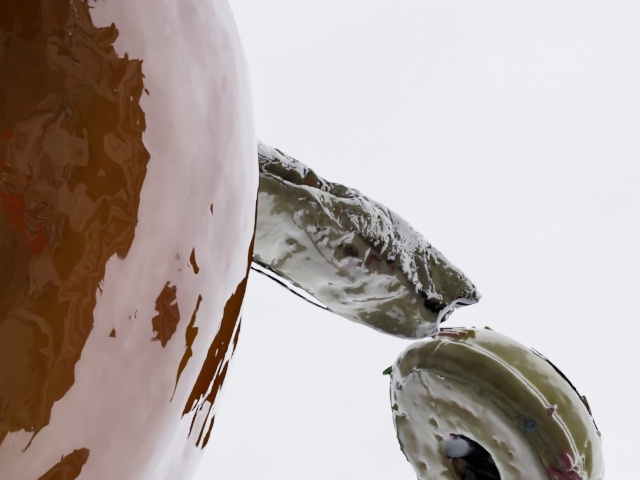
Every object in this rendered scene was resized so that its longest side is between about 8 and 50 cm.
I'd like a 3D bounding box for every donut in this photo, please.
[{"bbox_3d":[0.118,0.130,1.060,0.068,0.174,0.174,-36,-130,-29],"label":"donut"}]

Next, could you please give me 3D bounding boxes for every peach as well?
[{"bbox_3d":[-0.174,-0.029,0.547,0.343,0.343,0.301,-4,-136,30],"label":"peach"}]

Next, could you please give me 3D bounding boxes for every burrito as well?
[{"bbox_3d":[0.001,-0.002,0.835,0.058,0.229,0.063,11,-103,45],"label":"burrito"}]
